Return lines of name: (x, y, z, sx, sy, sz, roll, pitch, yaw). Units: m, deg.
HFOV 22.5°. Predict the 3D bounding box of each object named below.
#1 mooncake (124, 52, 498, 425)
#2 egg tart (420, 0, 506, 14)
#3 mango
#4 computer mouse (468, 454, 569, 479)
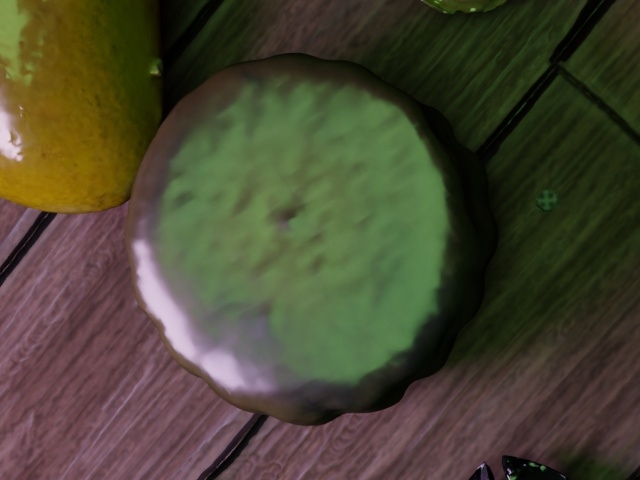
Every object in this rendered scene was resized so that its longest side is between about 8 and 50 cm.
mooncake: (0.000, 0.000, 1.290, 0.290, 0.161, 0.290, 0, 90, 17)
egg tart: (0.121, -0.325, 1.266, 0.297, 0.132, 0.297, 1, 95, 13)
mango: (-0.261, -0.231, 1.349, 0.301, 0.220, 0.445, -26, 93, 11)
computer mouse: (0.180, 0.288, 1.283, 0.146, 0.077, 0.242, -23, 84, 15)
